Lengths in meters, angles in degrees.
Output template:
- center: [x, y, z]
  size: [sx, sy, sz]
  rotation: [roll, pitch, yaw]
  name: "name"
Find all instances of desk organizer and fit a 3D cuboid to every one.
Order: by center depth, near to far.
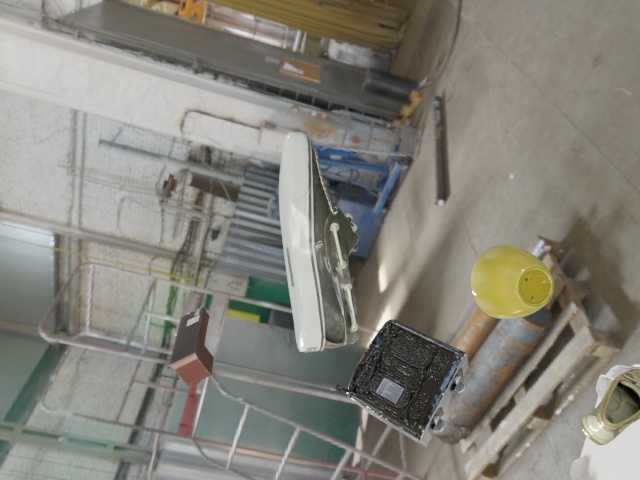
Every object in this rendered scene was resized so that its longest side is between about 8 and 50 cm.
- center: [-0.202, 0.168, 0.856]
  size: [0.050, 0.047, 0.130]
  rotation: [61, -172, -26]
  name: "desk organizer"

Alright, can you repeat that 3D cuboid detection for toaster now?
- center: [0.148, 0.247, 0.935]
  size: [0.168, 0.185, 0.110]
  rotation: [-56, -34, -18]
  name: "toaster"

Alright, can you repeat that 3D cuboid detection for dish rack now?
- center: [0.519, 0.334, 0.847]
  size: [0.333, 0.072, 0.286]
  rotation: [108, -176, -83]
  name: "dish rack"

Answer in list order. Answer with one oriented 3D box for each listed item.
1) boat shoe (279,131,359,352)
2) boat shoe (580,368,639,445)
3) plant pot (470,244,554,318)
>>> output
- center: [0.000, 0.000, 0.535]
  size: [0.078, 0.070, 0.219]
  rotation: [-170, 74, -77]
  name: "boat shoe"
- center: [0.407, 0.214, 0.707]
  size: [0.056, 0.153, 0.048]
  rotation: [50, 146, 29]
  name: "boat shoe"
- center: [0.342, 0.075, 0.910]
  size: [0.095, 0.134, 0.134]
  rotation: [-179, 103, -79]
  name: "plant pot"
